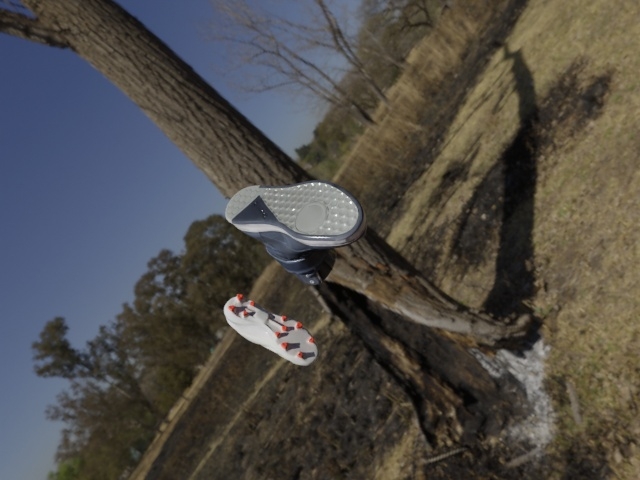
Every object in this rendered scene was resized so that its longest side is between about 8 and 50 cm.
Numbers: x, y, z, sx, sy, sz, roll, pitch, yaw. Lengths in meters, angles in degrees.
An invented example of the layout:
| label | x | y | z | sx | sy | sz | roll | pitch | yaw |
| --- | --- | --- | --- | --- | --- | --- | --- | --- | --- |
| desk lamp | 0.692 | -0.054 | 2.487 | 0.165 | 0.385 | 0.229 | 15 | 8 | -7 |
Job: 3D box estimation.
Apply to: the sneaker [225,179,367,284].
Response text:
| label | x | y | z | sx | sy | sz | roll | pitch | yaw |
| --- | --- | --- | --- | --- | --- | --- | --- | --- | --- |
| sneaker | 0.000 | -0.002 | 0.775 | 0.226 | 0.163 | 0.086 | 10 | 64 | 45 |

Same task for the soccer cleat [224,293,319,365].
| label | x | y | z | sx | sy | sz | roll | pitch | yaw |
| --- | --- | --- | --- | --- | --- | --- | --- | --- | --- |
| soccer cleat | -0.086 | 0.164 | 1.039 | 0.068 | 0.196 | 0.076 | -49 | -21 | -34 |
